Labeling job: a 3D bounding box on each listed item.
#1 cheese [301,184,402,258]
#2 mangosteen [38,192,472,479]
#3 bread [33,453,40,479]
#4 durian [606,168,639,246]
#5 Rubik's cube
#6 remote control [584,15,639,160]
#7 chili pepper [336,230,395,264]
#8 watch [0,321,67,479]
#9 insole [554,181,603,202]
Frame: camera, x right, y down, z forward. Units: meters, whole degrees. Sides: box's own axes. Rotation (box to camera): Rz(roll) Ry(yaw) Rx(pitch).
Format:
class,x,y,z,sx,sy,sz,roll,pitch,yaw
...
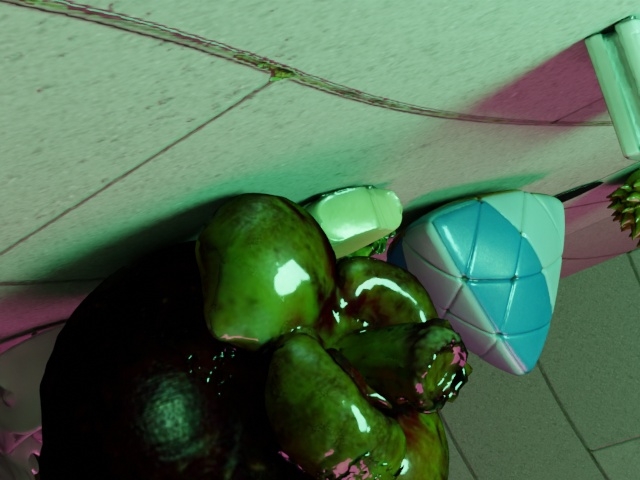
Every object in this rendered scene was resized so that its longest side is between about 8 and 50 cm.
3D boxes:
class,x,y,z,sx,sy,sz,roll,pitch,yaw
cheese,0.000,0.000,1.218,0.127,0.050,0.255,-17,172,-22
mangosteen,-0.075,0.166,1.060,0.381,0.380,0.421,-14,160,-30
bread,-0.314,0.269,1.706,0.366,0.129,0.382,-29,166,6
durian,0.536,-0.060,1.654,0.166,0.172,0.306,-41,171,-25
Rubik's cube,0.232,0.045,1.416,0.255,0.254,0.254,-19,170,-3
remote control,0.305,-0.119,0.990,0.056,0.102,0.277,-22,171,29
chili pepper,-0.018,0.053,1.423,0.085,0.076,0.359,-52,-171,-32
watch,-0.310,0.198,1.328,0.231,0.196,0.244,-26,167,-4
insole,0.307,-0.040,1.714,0.253,0.005,0.086,-25,168,25
